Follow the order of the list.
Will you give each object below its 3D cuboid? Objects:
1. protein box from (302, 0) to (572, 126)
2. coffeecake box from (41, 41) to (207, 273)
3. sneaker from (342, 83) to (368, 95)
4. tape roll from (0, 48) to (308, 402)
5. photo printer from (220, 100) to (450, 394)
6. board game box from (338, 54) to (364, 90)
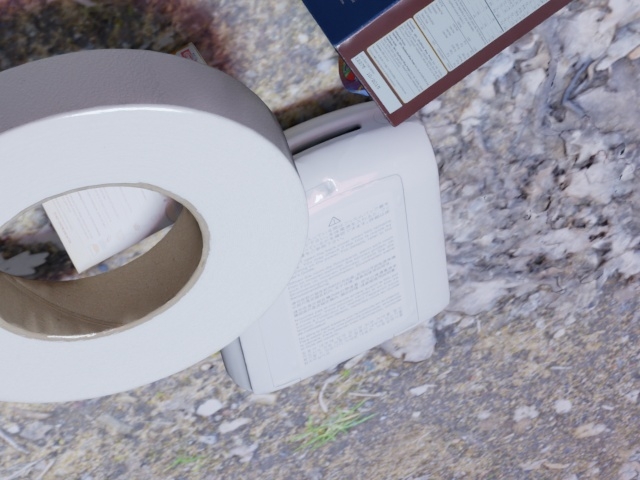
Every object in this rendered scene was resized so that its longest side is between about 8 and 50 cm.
[{"bbox_3d":[0.074,-0.246,1.640,0.201,0.200,0.136,-35,145,4],"label":"protein box"},{"bbox_3d":[-0.166,-0.073,1.787,0.185,0.068,0.142,-28,144,-6],"label":"coffeecake box"},{"bbox_3d":[0.114,-0.216,1.819,0.090,0.081,0.232,18,121,-41],"label":"sneaker"},{"bbox_3d":[-0.203,-0.003,1.716,0.392,0.072,0.392,-12,142,-10],"label":"tape roll"},{"bbox_3d":[0.000,0.000,1.978,0.256,0.107,0.307,-25,145,-10],"label":"photo printer"},{"bbox_3d":[0.057,-0.211,1.754,0.033,0.133,0.169,30,116,-25],"label":"board game box"}]
